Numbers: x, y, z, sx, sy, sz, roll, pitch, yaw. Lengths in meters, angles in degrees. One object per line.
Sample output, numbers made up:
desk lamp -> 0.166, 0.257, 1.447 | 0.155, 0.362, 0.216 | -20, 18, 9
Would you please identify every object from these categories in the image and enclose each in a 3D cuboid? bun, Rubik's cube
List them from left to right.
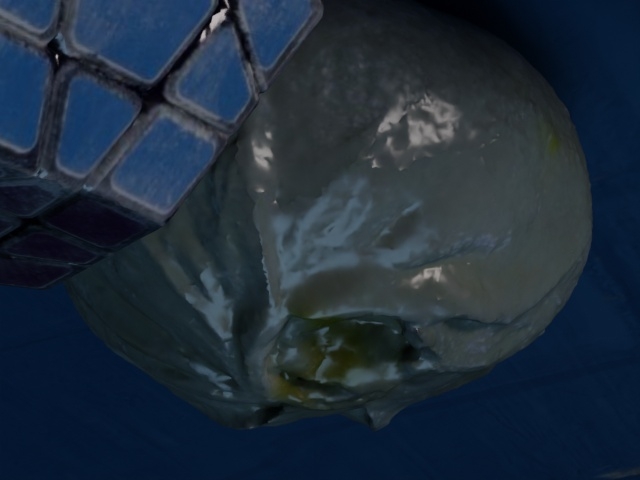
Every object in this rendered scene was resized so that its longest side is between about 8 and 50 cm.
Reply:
Rubik's cube -> -0.156, -0.131, 0.743 | 0.264, 0.319, 0.319 | 21, 176, 44
bun -> 0.000, 0.000, 1.106 | 0.361, 0.211, 0.362 | -3, 151, -2
